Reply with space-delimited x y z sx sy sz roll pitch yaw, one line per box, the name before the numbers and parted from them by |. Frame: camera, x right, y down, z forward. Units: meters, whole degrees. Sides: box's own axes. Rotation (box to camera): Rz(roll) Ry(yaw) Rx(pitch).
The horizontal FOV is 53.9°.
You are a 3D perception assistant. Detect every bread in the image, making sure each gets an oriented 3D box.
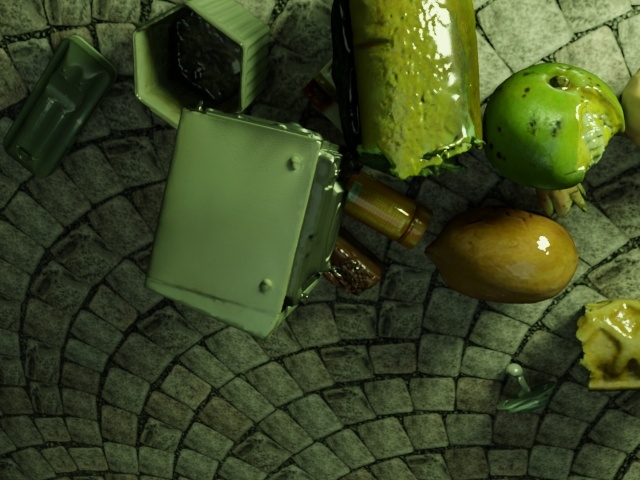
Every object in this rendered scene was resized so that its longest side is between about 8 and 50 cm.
bread | 0.662 0.216 1.297 0.251 0.238 0.196 -8 79 21
bread | 0.154 -0.291 1.072 0.251 0.208 0.377 -8 97 -15

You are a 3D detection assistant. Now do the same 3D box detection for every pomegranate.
pomegranate | 0.412 -0.170 1.135 0.235 0.236 0.302 -9 136 16

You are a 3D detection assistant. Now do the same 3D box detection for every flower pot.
flower pot | -0.218 -0.339 1.185 0.239 0.190 0.209 -18 113 22

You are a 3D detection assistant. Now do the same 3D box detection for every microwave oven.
microwave oven | -0.089 -0.042 1.092 0.247 0.394 0.333 17 100 7

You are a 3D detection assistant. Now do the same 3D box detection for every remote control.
remote control | -0.571 -0.279 1.359 0.128 0.066 0.335 41 117 -8

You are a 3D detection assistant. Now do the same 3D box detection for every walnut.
walnut | 0.356 0.024 1.259 0.297 0.203 0.203 6 119 15

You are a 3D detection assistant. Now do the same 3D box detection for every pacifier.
pacifier | 0.466 0.344 1.464 0.150 0.126 0.117 -30 84 31

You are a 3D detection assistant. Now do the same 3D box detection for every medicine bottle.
medicine bottle | 0.128 -0.067 1.311 0.191 0.096 0.096 28 119 -4

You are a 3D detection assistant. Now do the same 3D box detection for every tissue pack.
tissue pack | 0.054 -0.279 1.211 0.148 0.099 0.106 43 117 -12

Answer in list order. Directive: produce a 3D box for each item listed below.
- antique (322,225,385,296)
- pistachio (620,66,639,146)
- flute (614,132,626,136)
antique | 0.000 0.000 1.375 0.310 0.093 0.087 41 118 -12
pistachio | 0.657 -0.223 1.070 0.299 0.188 0.188 12 119 1
flute | 0.598 -0.201 1.184 0.232 0.027 0.027 8 119 7
